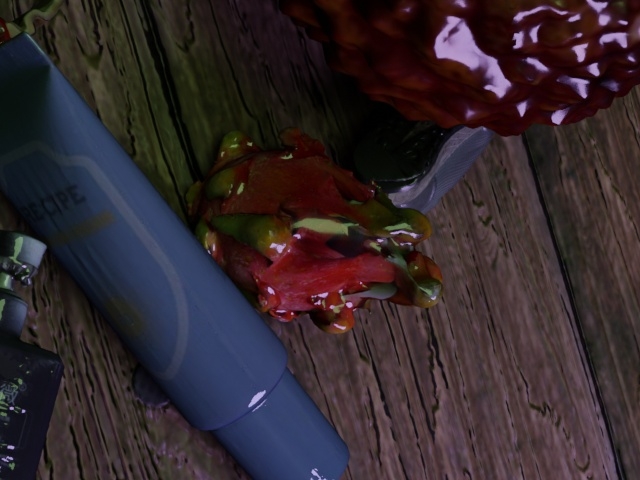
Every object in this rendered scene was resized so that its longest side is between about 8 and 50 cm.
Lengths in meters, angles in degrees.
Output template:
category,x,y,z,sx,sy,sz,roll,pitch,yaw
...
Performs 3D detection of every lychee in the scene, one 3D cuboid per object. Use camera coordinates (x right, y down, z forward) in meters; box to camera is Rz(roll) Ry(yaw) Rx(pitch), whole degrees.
category,x,y,z,sx,sy,sz,roll,pitch,yaw
lychee,0.147,-0.271,1.029,0.500,0.424,0.424,42,63,8

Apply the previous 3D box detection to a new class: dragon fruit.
category,x,y,z,sx,sy,sz,roll,pitch,yaw
dragon fruit,0.000,0.000,1.061,0.133,0.207,0.150,-63,156,-7

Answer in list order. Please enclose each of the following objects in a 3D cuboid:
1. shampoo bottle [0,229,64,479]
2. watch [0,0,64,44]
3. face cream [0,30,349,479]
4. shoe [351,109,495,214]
category,x,y,z,sx,sy,sz,roll,pitch,yaw
shampoo bottle,-0.234,0.142,0.944,0.098,0.071,0.309,20,74,-24
watch,-0.227,-0.241,1.001,0.165,0.102,0.268,42,56,-25
face cream,-0.115,0.029,1.007,0.385,0.135,0.086,53,50,-19
shoe,0.090,-0.073,1.165,0.194,0.074,0.077,-42,147,-39
